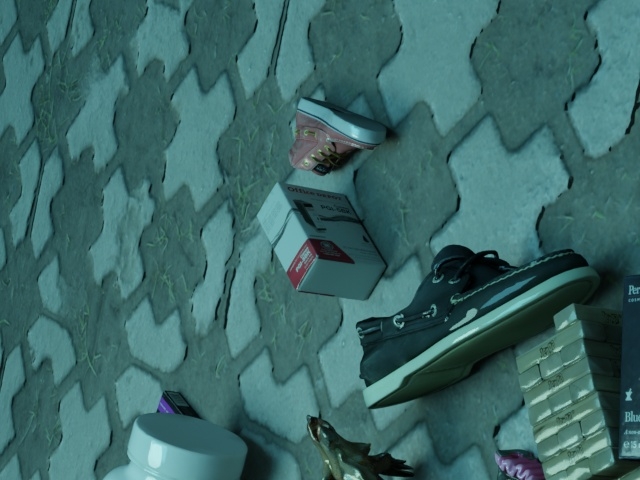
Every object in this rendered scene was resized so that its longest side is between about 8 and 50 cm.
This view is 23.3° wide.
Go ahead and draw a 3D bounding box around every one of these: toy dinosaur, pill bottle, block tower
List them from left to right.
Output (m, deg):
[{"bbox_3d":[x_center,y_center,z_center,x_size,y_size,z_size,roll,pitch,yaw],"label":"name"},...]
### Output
[{"bbox_3d":[-0.198,0.390,1.886,0.188,0.188,0.334,27,105,55],"label":"pill bottle"},{"bbox_3d":[0.060,0.334,1.589,0.200,0.127,0.296,-149,60,-62],"label":"toy dinosaur"},{"bbox_3d":[0.260,0.227,1.335,0.097,0.091,0.335,-38,52,45],"label":"block tower"}]

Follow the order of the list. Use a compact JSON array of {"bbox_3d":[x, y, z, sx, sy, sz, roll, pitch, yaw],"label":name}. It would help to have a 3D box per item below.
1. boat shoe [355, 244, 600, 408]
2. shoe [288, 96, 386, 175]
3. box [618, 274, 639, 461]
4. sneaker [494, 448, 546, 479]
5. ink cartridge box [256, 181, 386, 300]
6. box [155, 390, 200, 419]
[{"bbox_3d":[0.138,0.063,1.524,0.340,0.127,0.113,-43,60,55],"label":"boat shoe"},{"bbox_3d":[0.017,-0.111,1.805,0.178,0.063,0.081,32,110,60],"label":"shoe"},{"bbox_3d":[0.329,0.105,1.261,0.156,0.093,0.158,-11,73,55],"label":"box"},{"bbox_3d":[0.202,0.244,1.465,0.119,0.047,0.057,-140,58,-60],"label":"sneaker"},{"bbox_3d":[0.000,0.000,1.765,0.056,0.099,0.135,-60,40,29],"label":"ink cartridge box"},{"bbox_3d":[-0.201,0.298,2.055,0.116,0.029,0.162,42,115,53],"label":"box"}]
